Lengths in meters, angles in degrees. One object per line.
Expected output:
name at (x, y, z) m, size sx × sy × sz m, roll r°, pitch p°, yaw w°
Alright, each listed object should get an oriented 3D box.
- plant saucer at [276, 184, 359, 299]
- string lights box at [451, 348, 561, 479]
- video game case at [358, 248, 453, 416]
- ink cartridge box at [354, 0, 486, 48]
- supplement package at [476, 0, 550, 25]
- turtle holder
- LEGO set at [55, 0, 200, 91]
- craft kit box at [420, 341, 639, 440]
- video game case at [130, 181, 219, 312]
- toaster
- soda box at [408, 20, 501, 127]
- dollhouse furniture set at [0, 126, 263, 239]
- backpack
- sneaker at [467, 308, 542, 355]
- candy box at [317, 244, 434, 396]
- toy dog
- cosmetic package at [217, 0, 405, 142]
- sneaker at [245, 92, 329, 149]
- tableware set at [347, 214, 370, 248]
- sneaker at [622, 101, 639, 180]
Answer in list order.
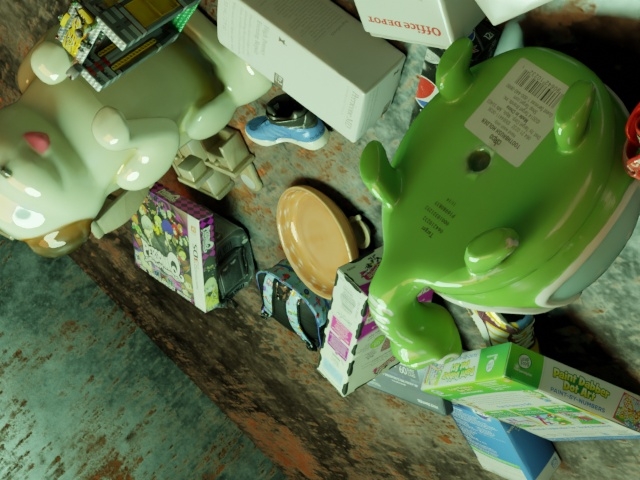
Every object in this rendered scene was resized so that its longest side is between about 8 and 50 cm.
plant saucer at (0.000, 0.000, 1.546) m, size 0.200 × 0.037 × 0.200 m, roll 37°, pitch 140°, yaw 39°
string lights box at (0.298, 0.306, 1.605) m, size 0.133 × 0.077 × 0.260 m, roll 14°, pitch 144°, yaw 50°
video game case at (0.122, 0.147, 1.571) m, size 0.196 × 0.026 × 0.274 m, roll 13°, pitch 124°, yaw 50°
ink cartridge box at (0.083, -0.288, 0.929) m, size 0.127 × 0.072 × 0.175 m, roll 22°, pitch 149°, yaw 41°
supplement package at (0.192, -0.264, 0.752) m, size 0.105 × 0.105 × 0.179 m, roll 49°, pitch 156°, yaw -15°
turtle holder at (0.189, -0.017, 0.933) m, size 0.243 × 0.320 × 0.227 m, roll 7°, pitch 164°, yaw 44°
LEGO set at (-0.249, -0.339, 1.105) m, size 0.255 × 0.192 × 0.331 m, roll 50°, pitch 136°, yaw -9°
craft kit box at (0.308, 0.226, 1.363) m, size 0.246 × 0.061 × 0.250 m, roll 20°, pitch 161°, yaw -15°
video game case at (-0.285, 0.001, 1.811) m, size 0.232 × 0.042 × 0.210 m, roll 29°, pitch 132°, yaw 36°
toaster at (-0.226, 0.032, 1.927) m, size 0.146 × 0.129 × 0.227 m, roll 36°, pitch 155°, yaw 26°
soda box at (0.144, -0.174, 1.044) m, size 0.053 × 0.060 × 0.169 m, roll 38°, pitch 157°, yaw 15°
dollhouse furniture set at (-0.320, -0.052, 1.637) m, size 0.303 × 0.355 × 0.174 m, roll 23°, pitch 151°, yaw 38°
backpack at (-0.039, 0.098, 1.743) m, size 0.158 × 0.117 × 0.173 m, roll 33°, pitch 156°, yaw 25°
sneaker at (0.275, 0.128, 1.344) m, size 0.185 × 0.069 × 0.084 m, roll 51°, pitch 161°, yaw -21°
candy box at (0.088, 0.111, 1.422) m, size 0.071 × 0.159 × 0.233 m, roll 43°, pitch 142°, yaw 31°
toy dog at (-0.342, -0.177, 1.386) m, size 0.284 × 0.408 × 0.395 m, roll 48°, pitch 156°, yaw -10°
cosmetic package at (-0.016, -0.238, 1.167) m, size 0.231 × 0.085 × 0.117 m, roll 39°, pitch 157°, yaw 13°
sneaker at (-0.063, -0.180, 1.371) m, size 0.152 × 0.058 × 0.084 m, roll 16°, pitch 151°, yaw 40°
tableware set at (0.054, 0.026, 1.537) m, size 0.141 × 0.020 × 0.169 m, roll -13°, pitch 101°, yaw 57°
sneaker at (0.335, -0.053, 0.837) m, size 0.145 × 0.090 × 0.270 m, roll 7°, pitch 143°, yaw 7°
